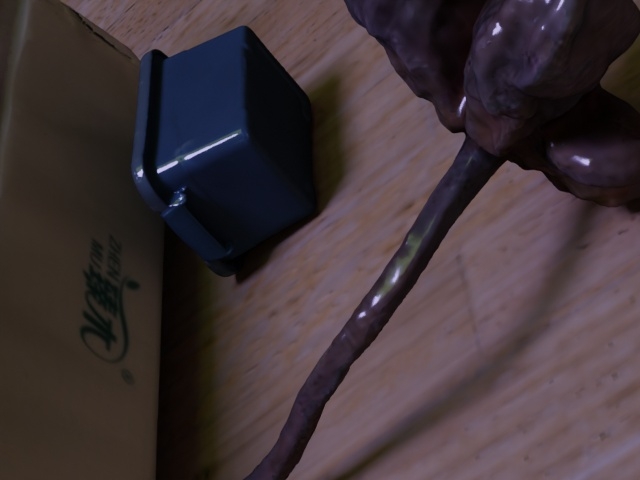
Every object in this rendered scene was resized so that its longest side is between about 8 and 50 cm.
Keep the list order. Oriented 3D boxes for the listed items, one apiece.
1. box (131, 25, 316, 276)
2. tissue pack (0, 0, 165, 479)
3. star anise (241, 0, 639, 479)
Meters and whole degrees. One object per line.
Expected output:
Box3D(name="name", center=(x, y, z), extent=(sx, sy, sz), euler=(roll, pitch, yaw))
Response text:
Box3D(name="box", center=(-0.039, -0.043, 0.635), extent=(0.054, 0.074, 0.099), euler=(-24, 41, 19))
Box3D(name="tissue pack", center=(-0.221, 0.079, 0.624), extent=(0.297, 0.207, 0.380), euler=(-35, 37, 27))
Box3D(name="star anise", center=(0.000, 0.000, 0.483), extent=(0.227, 0.148, 0.218), euler=(-46, -12, -7))
